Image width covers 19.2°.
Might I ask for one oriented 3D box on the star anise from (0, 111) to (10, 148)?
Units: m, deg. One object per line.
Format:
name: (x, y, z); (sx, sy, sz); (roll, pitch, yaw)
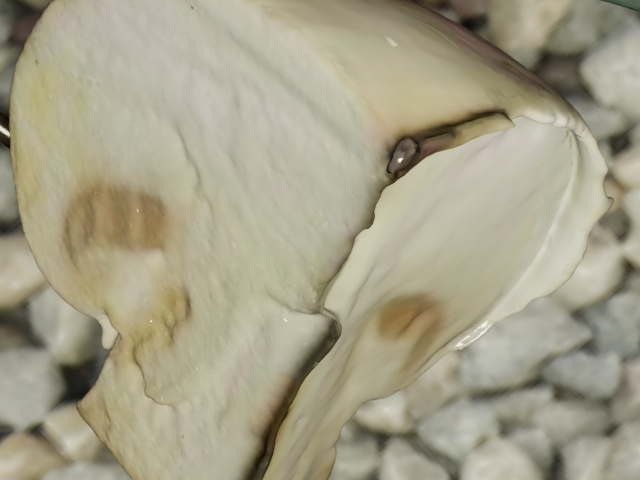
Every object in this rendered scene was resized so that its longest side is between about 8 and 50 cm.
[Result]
star anise: (-0.199, -0.094, 0.716); (0.177, 0.073, 0.234); (-17, 101, -10)

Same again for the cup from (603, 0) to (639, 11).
cup: (0.260, -0.091, 0.560); (0.401, 0.392, 0.310); (-27, 98, 13)

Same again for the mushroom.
mushroom: (-0.008, -0.022, 0.721); (0.173, 0.162, 0.236); (49, 135, 25)
